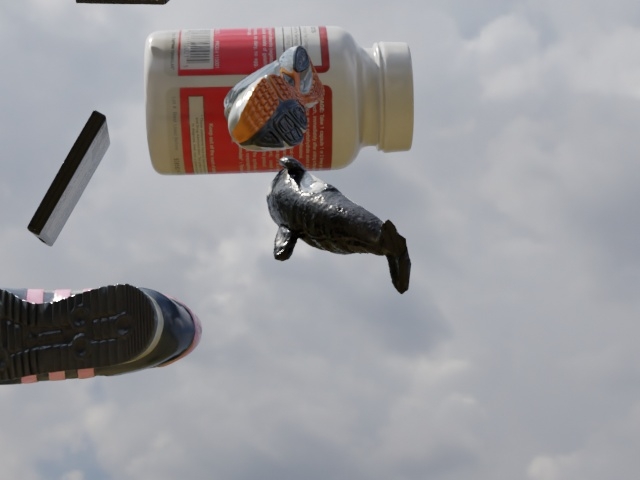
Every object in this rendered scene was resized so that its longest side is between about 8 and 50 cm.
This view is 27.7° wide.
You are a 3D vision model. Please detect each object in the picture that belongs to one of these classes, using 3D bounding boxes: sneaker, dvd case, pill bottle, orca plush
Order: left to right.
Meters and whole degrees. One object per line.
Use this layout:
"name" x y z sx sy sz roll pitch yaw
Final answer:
"sneaker" -0.276 0.108 1.425 0.319 0.112 0.131 -1 -10 30
"dvd case" -0.345 -0.080 1.799 0.022 0.180 0.253 29 -7 -5
"sneaker" -0.081 -0.166 1.695 0.121 0.262 0.099 -23 -76 23
"pill bottle" -0.065 -0.220 2.036 0.408 0.229 0.229 -2 -31 -3
"orca plush" 0.000 0.000 1.479 0.287 0.102 0.151 36 -8 45

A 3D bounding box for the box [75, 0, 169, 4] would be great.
"box" -0.296 -0.439 1.935 0.158 0.093 0.156 5 -54 22
